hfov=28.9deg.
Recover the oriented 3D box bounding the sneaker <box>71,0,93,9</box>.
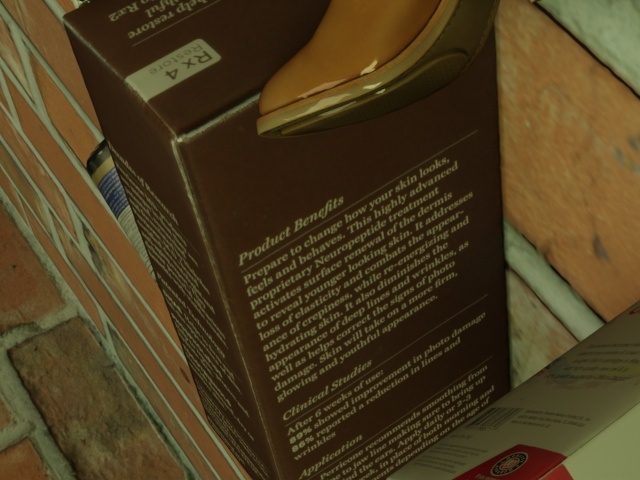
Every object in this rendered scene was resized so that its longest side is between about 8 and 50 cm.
[{"bbox_3d":[-0.186,-0.297,0.896,0.147,0.130,0.330,52,162,14],"label":"sneaker"}]

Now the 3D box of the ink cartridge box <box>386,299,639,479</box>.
[{"bbox_3d":[0.150,0.118,0.572,0.127,0.176,0.128,58,164,-4],"label":"ink cartridge box"}]

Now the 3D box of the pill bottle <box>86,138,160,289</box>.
[{"bbox_3d":[-0.117,-0.012,1.178,0.219,0.123,0.123,57,163,5],"label":"pill bottle"}]

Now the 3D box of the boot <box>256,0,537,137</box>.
[{"bbox_3d":[0.027,-0.143,0.537,0.073,0.197,0.152,-10,-108,-63],"label":"boot"}]

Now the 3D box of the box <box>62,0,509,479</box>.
[{"bbox_3d":[0.000,0.000,0.764,0.143,0.191,0.381,46,158,37],"label":"box"}]
